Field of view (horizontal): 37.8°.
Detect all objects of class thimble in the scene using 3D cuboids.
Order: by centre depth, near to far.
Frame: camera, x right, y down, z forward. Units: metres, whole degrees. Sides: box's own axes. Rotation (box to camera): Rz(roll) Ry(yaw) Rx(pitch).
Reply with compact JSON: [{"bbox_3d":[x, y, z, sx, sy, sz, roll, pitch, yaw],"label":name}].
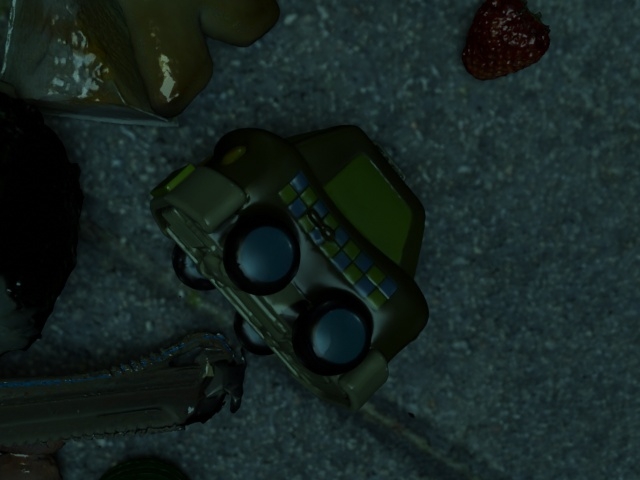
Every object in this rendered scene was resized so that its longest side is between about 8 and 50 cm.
[{"bbox_3d":[-0.176,0.278,0.884,0.130,0.090,0.118,-32,106,3],"label":"thimble"}]

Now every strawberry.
[{"bbox_3d":[0.158,-0.175,0.815,0.073,0.073,0.083,42,112,-14],"label":"strawberry"}]

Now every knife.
[{"bbox_3d":[-0.238,0.137,0.812,0.365,0.043,0.089,-3,83,-28],"label":"knife"}]

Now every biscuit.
[{"bbox_3d":[-0.137,-0.220,0.746,0.208,0.047,0.164,50,56,-16],"label":"biscuit"}]

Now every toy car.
[{"bbox_3d":[0.000,0.000,0.798,0.198,0.204,0.248,-44,103,-17],"label":"toy car"}]

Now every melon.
[{"bbox_3d":[-0.215,-0.156,0.772,0.139,0.093,0.202,-29,100,10],"label":"melon"}]

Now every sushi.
[{"bbox_3d":[-0.342,-0.054,0.722,0.350,0.171,0.211,38,132,-24],"label":"sushi"}]

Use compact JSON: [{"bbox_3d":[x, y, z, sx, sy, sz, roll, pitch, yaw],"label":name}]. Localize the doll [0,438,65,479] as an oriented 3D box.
[{"bbox_3d":[-0.377,0.186,0.812,0.303,0.156,0.201,4,91,-11],"label":"doll"}]
